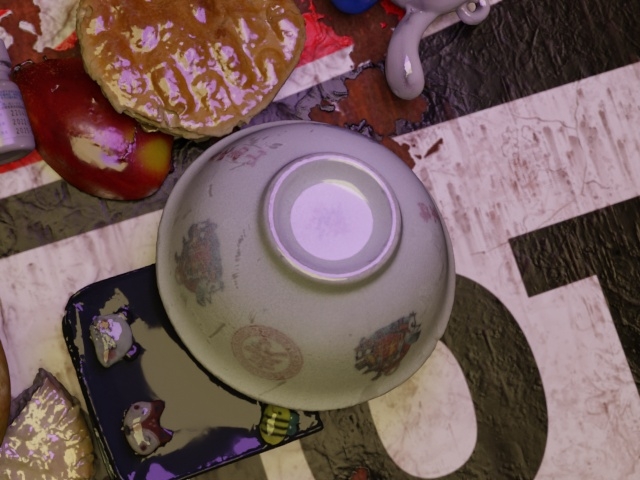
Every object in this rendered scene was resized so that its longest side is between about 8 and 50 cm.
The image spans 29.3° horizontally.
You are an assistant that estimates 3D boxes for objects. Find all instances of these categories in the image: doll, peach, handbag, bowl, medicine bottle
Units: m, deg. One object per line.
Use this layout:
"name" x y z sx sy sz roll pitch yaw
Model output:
"doll" 0.112 -0.455 1.844 0.365 0.187 0.376 39 56 -11
"peach" -0.332 -0.179 1.782 0.279 0.068 0.189 34 75 -3
"handbag" -0.176 0.174 1.734 0.329 0.122 0.303 -18 85 -12
"bowl" 0.000 0.000 1.646 0.435 0.196 0.434 3 71 -10
"medicine bottle" -0.476 -0.194 1.742 0.105 0.105 0.168 -17 85 -11

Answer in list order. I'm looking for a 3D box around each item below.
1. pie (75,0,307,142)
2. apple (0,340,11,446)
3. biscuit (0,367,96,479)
"pie" -0.192 -0.302 1.791 0.339 0.083 0.339 4 76 -14
"apple" -0.557 0.195 1.557 0.340 0.339 0.339 1 82 -9
"biscuit" -0.405 0.330 1.693 0.179 0.084 0.281 31 78 -3
